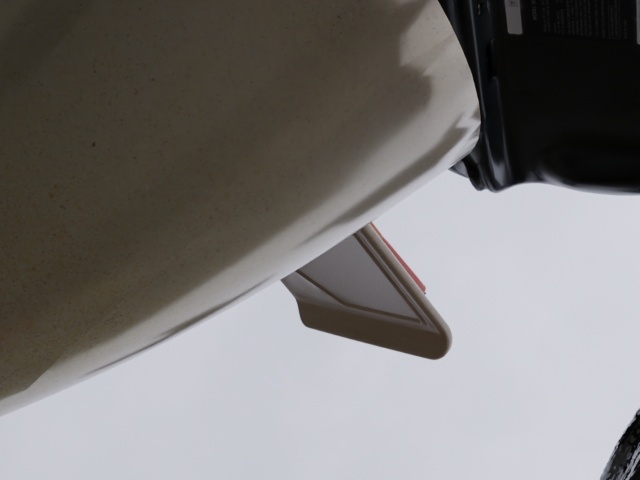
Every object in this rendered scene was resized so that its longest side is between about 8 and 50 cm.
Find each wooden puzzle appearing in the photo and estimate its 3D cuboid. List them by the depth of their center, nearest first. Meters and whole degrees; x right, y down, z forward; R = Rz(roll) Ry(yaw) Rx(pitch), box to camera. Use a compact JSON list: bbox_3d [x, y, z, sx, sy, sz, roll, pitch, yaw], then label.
[{"bbox_3d":[0.000,0.000,1.548,0.221,0.238,0.044,11,-128,50],"label":"wooden puzzle"}]

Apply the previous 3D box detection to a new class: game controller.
[{"bbox_3d":[0.117,-0.138,0.886,0.166,0.319,0.067,0,-129,12],"label":"game controller"}]

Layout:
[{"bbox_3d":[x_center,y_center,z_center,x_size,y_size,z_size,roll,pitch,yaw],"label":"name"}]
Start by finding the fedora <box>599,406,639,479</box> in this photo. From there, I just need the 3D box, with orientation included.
[{"bbox_3d":[0.304,0.178,1.181,0.334,0.334,0.152,-62,-152,11],"label":"fedora"}]

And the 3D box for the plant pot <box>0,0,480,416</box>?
[{"bbox_3d":[-0.110,-0.049,0.818,0.274,0.256,0.256,-42,-132,-13],"label":"plant pot"}]
